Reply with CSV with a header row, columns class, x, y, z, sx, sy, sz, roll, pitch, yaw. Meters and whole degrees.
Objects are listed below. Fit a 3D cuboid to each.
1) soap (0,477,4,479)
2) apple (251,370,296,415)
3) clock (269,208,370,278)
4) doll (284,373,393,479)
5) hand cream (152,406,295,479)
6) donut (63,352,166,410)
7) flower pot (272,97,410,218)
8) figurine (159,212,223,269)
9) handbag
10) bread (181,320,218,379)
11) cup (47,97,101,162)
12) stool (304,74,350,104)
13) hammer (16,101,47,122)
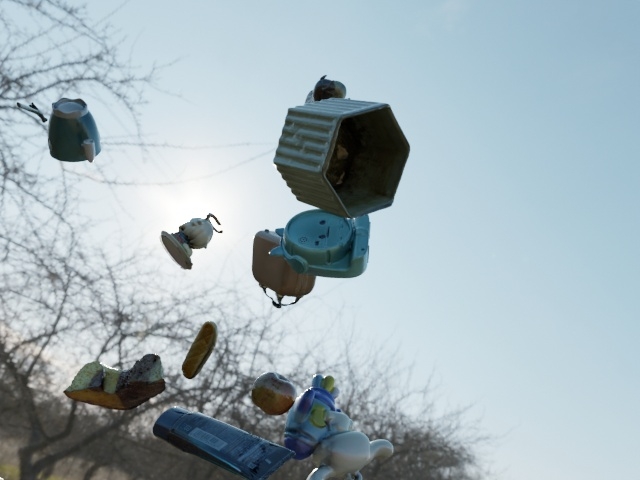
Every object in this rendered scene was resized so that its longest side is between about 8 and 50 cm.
class,x,y,z,sx,sy,sz,roll,pitch,yaw
soap,-1.095,0.764,1.633,0.213,0.350,0.435,19,-22,5
apple,-0.126,0.418,1.658,0.126,0.102,0.126,31,-3,2
clock,0.000,0.000,1.675,0.274,0.223,0.094,3,-50,3
doll,0.010,0.601,1.888,0.365,0.187,0.376,53,20,24
hand cream,-0.190,0.381,1.150,0.270,0.061,0.120,10,13,29
donut,-0.558,0.407,1.754,0.295,0.112,0.151,-8,-39,9
flower pot,0.042,-0.176,1.258,0.209,0.239,0.190,14,6,-41
figurine,-0.331,-0.010,1.626,0.132,0.154,0.132,38,-28,25
handbag,-0.137,0.110,2.235,0.149,0.283,0.302,3,9,-35
bread,-0.376,0.348,1.938,0.073,0.214,0.053,33,14,18
cup,-0.813,-0.370,2.002,0.300,0.167,0.173,39,-45,36
stool,0.023,-0.363,1.653,0.121,0.125,0.217,-1,-31,-20
hammer,-0.828,-0.375,1.733,0.062,0.017,0.182,53,-4,-7
